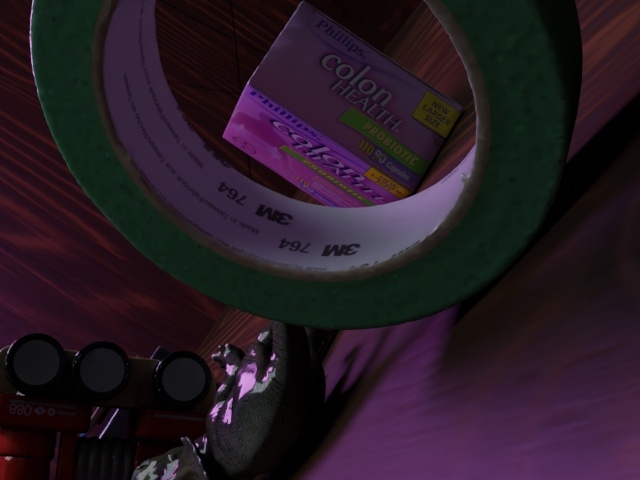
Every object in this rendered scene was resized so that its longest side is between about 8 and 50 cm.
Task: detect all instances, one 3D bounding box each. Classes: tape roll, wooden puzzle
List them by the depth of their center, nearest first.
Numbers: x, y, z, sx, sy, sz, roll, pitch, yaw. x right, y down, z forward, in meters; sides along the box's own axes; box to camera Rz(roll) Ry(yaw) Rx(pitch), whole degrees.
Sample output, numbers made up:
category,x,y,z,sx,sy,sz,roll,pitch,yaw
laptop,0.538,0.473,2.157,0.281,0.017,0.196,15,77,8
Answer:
category,x,y,z,sx,sy,sz,roll,pitch,yaw
tape roll,-0.011,-0.091,0.619,0.321,0.321,0.077,-53,8,39
wooden puzzle,-0.253,0.194,1.259,0.116,0.014,0.078,-53,1,39

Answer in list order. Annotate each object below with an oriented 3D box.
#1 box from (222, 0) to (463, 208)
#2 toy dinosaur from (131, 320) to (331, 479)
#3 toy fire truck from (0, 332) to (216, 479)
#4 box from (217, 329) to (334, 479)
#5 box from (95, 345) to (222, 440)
category,x,y,z,sx,sy,sz,roll,pitch,yaw
box,0.016,-0.136,1.217,0.117,0.214,0.243,-58,6,-14
toy dinosaur,-0.042,0.135,0.865,0.313,0.121,0.160,-47,23,40
toy fire truck,-0.218,0.224,1.004,0.158,0.217,0.246,148,129,-70
box,-0.068,0.169,1.096,0.159,0.044,0.233,-60,6,-29
box,-0.216,0.286,1.220,0.270,0.143,0.165,-59,6,-28
